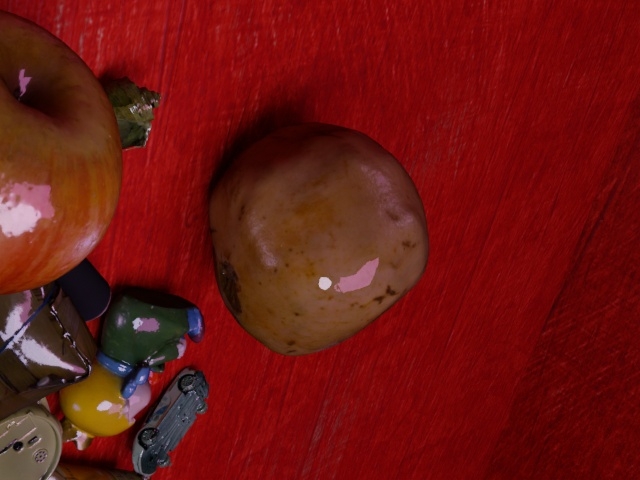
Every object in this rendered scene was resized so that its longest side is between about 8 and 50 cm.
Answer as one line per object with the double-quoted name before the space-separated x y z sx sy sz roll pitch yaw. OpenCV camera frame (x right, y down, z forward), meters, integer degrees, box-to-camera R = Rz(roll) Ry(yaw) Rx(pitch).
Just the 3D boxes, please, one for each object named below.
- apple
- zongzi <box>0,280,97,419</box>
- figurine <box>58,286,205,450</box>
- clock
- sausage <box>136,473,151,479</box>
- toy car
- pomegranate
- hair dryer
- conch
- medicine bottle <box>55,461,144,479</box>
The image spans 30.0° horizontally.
"apple" -0.333 -0.083 1.149 0.233 0.286 0.286 -39 162 33
"zongzi" -0.421 0.080 1.363 0.260 0.123 0.289 -27 109 -1
"figurine" -0.267 0.184 1.671 0.185 0.127 0.234 7 103 -66
"clock" -0.407 0.276 1.551 0.170 0.069 0.232 -40 135 -22
"sausage" -0.328 0.479 1.938 0.033 0.033 0.269 0 118 -56
"toy car" -0.238 0.277 1.850 0.186 0.058 0.093 -55 152 -27
"pomegranate" 0.000 0.000 1.681 0.332 0.332 0.332 -36 144 -31
"hair dryer" -0.383 0.105 1.476 0.255 0.070 0.128 -43 147 -14
"conch" -0.241 -0.144 1.419 0.121 0.074 0.089 -27 108 -10
"medicine bottle" -0.340 0.388 1.746 0.124 0.124 0.239 -59 151 5
